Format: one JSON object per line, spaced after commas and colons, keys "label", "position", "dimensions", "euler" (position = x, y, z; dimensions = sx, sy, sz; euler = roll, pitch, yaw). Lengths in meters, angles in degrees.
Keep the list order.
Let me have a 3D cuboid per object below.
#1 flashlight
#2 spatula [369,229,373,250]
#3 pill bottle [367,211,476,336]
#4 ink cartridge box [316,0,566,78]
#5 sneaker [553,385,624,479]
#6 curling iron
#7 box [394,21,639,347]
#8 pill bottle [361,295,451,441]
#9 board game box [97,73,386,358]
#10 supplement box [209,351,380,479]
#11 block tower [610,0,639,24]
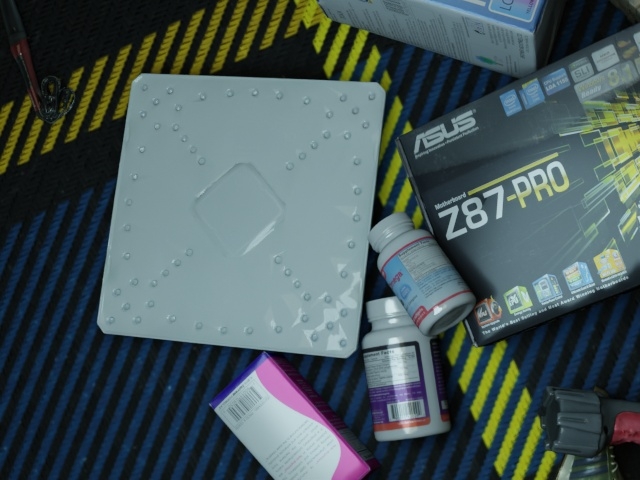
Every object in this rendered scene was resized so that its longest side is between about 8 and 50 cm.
{"label": "flashlight", "position": [0.443, 0.259, 1.671], "dimensions": [0.304, 0.103, 0.103], "euler": [7, 89, -7]}
{"label": "spatula", "position": [0.000, 0.000, 1.863], "dimensions": [0.296, 0.030, 0.084], "euler": [-2, 82, 12]}
{"label": "pill bottle", "position": [0.132, 0.043, 1.732], "dimensions": [0.087, 0.087, 0.160], "euler": [-36, 67, 6]}
{"label": "ink cartridge box", "position": [0.130, -0.365, 1.750], "dimensions": [0.395, 0.270, 0.151], "euler": [18, 86, 12]}
{"label": "sneaker", "position": [0.374, 0.300, 1.744], "dimensions": [0.086, 0.064, 0.192], "euler": [22, 93, 9]}
{"label": "curling iron", "position": [-0.450, -0.305, 1.982], "dimensions": [0.068, 0.035, 0.274], "euler": [-25, 81, 4]}
{"label": "box", "position": [0.333, -0.069, 1.723], "dimensions": [0.395, 0.097, 0.318], "euler": [-23, 79, 25]}
{"label": "pill bottle", "position": [0.115, 0.176, 1.783], "dimensions": [0.108, 0.108, 0.193], "euler": [-9, 83, 10]}
{"label": "board game box", "position": [-0.110, -0.040, 1.853], "dimensions": [0.390, 0.050, 0.390], "euler": [4, 82, 17]}
{"label": "supplement box", "position": [-0.033, 0.273, 1.801], "dimensions": [0.111, 0.114, 0.220], "euler": [-43, 77, 4]}
{"label": "block tower", "position": [0.466, -0.338, 1.771], "dimensions": [0.091, 0.097, 0.335], "euler": [-45, 77, 3]}
